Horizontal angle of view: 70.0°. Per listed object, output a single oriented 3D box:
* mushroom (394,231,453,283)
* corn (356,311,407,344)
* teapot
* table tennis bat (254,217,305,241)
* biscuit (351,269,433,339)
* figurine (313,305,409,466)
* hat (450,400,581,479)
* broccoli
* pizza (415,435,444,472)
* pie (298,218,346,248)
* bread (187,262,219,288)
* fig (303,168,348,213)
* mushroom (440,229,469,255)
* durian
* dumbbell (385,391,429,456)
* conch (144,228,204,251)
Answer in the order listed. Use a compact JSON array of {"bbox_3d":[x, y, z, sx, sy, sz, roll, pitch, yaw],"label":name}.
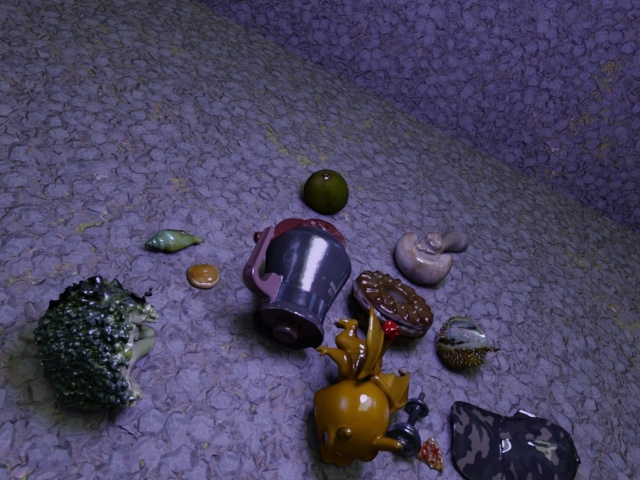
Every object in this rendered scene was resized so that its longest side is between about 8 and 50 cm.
[{"bbox_3d":[0.433,0.079,1.925,0.253,0.195,0.189,29,46,4],"label":"mushroom"},{"bbox_3d":[0.226,0.318,1.672,0.207,0.068,0.068,28,42,-2],"label":"corn"},{"bbox_3d":[-0.086,0.137,1.488,0.376,0.305,0.362,48,40,-33],"label":"teapot"},{"bbox_3d":[-0.114,-0.014,1.826,0.310,0.038,0.200,0,50,-29],"label":"table tennis bat"},{"bbox_3d":[0.267,0.231,1.687,0.332,0.103,0.332,25,20,-10],"label":"biscuit"},{"bbox_3d":[0.110,0.411,1.307,0.267,0.401,0.387,-1,47,14],"label":"figurine"},{"bbox_3d":[0.623,0.654,1.479,0.381,0.257,0.366,38,37,-20],"label":"hat"},{"bbox_3d":[-0.534,0.258,1.182,0.348,0.293,0.281,54,8,11],"label":"broccoli"},{"bbox_3d":[0.355,0.675,1.427,0.100,0.029,0.099,-23,64,-41],"label":"pizza"},{"bbox_3d":[0.000,0.000,1.828,0.218,0.054,0.204,-1,53,-32],"label":"pie"},{"bbox_3d":[-0.396,0.118,1.552,0.110,0.024,0.110,15,45,-15],"label":"bread"},{"bbox_3d":[0.033,-0.227,1.982,0.202,0.225,0.203,3,65,-5],"label":"fig"},{"bbox_3d":[0.606,0.008,2.164,0.246,0.108,0.096,-10,15,-38],"label":"mushroom"},{"bbox_3d":[0.538,0.398,1.715,0.237,0.138,0.193,22,39,-5],"label":"durian"},{"bbox_3d":[0.290,0.570,1.445,0.110,0.110,0.254,38,37,9],"label":"dumbbell"},{"bbox_3d":[-0.507,-0.005,1.575,0.095,0.080,0.200,36,23,26],"label":"conch"}]
